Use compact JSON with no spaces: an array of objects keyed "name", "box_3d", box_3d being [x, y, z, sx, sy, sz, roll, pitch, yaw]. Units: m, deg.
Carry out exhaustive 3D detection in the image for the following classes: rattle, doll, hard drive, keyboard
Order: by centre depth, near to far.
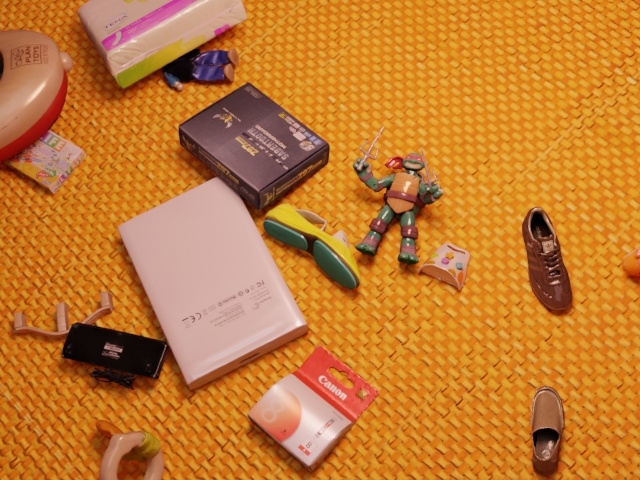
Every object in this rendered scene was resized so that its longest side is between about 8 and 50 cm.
[{"name":"rattle","box_3d":[-0.347,0.411,1.790,0.142,0.130,0.200,5,91,24]},{"name":"keyboard","box_3d":[-0.368,0.211,1.910,0.192,0.038,0.100,11,63,16]},{"name":"hard drive","box_3d":[-0.200,0.068,1.950,0.233,0.047,0.353,-27,63,-5]},{"name":"doll","box_3d":[-0.261,-0.362,2.178,0.189,0.046,0.129,4,67,18]}]

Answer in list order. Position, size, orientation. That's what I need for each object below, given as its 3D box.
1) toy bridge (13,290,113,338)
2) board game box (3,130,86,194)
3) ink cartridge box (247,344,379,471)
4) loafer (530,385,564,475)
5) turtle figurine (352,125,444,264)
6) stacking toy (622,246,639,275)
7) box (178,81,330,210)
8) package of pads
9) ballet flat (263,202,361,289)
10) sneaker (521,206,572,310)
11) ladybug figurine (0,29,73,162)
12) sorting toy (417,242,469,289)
[{"name":"toy bridge","box_3d":[-0.472,0.146,1.967,0.188,0.026,0.063,-14,63,2]},{"name":"board game box","box_3d":[-0.558,-0.169,2.141,0.154,0.026,0.103,29,71,21]},{"name":"ink cartridge box","box_3d":[-0.011,0.277,1.815,0.145,0.045,0.179,36,77,23]},{"name":"loafer","box_3d":[0.367,0.302,1.734,0.056,0.050,0.148,0,63,9]},{"name":"turtle figurine","box_3d":[0.146,-0.081,1.930,0.175,0.118,0.234,8,80,29]},{"name":"stacking toy","box_3d":[0.653,-0.007,1.807,0.302,0.175,0.166,-21,66,14]},{"name":"box","box_3d":[-0.126,-0.182,2.033,0.183,0.059,0.232,-36,61,-27]},{"name":"package of pads","box_3d":[-0.327,-0.460,2.180,0.296,0.101,0.229,-30,45,-7]},{"name":"ballet flat","box_3d":[0.000,0.000,1.940,0.231,0.077,0.077,33,56,25]},{"name":"sneaker","box_3d":[0.387,0.029,1.857,0.066,0.071,0.188,-15,62,2]},{"name":"ladybug figurine","box_3d":[-0.677,-0.251,2.103,0.449,0.162,0.305,-19,52,10]},{"name":"sorting toy","box_3d":[0.227,0.036,1.905,0.083,0.045,0.075,24,50,19]}]
